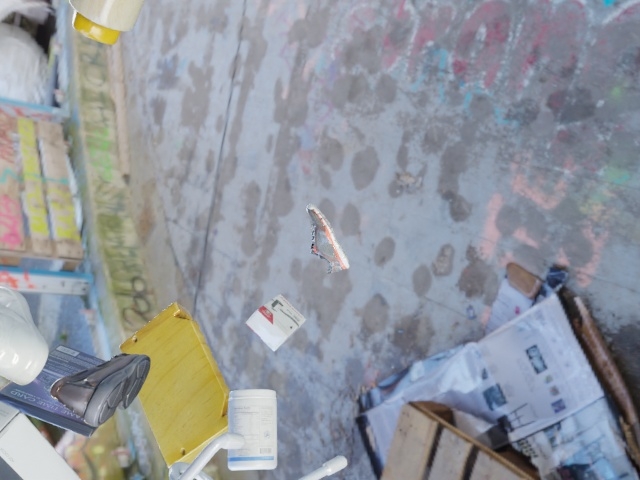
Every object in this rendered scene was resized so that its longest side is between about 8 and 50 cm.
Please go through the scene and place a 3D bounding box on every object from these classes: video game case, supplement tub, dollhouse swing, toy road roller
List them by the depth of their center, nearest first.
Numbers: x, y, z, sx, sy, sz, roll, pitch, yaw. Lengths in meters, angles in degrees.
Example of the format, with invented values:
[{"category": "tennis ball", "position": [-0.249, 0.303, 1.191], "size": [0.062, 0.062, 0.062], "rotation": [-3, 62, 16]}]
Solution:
[{"category": "supplement tub", "position": [-0.096, 0.268, 0.962], "size": [0.071, 0.071, 0.107], "rotation": [-25, 60, 49]}, {"category": "toy road roller", "position": [-0.431, -0.520, 1.193], "size": [0.202, 0.240, 0.330], "rotation": [-57, 36, 27]}, {"category": "video game case", "position": [-0.512, 0.302, 1.409], "size": [0.274, 0.196, 0.026], "rotation": [-72, 2, -78]}, {"category": "dollhouse swing", "position": [-0.322, 0.390, 1.836], "size": [0.315, 0.305, 0.347], "rotation": [-38, 67, 19]}]

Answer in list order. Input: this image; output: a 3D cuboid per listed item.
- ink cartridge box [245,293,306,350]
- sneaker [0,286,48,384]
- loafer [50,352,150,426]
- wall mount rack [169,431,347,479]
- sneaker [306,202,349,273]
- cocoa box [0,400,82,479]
[{"category": "ink cartridge box", "position": [-0.107, 0.197, 1.665], "size": [0.099, 0.135, 0.056], "rotation": [43, 112, 5]}, {"category": "sneaker", "position": [-0.554, 0.112, 1.071], "size": [0.292, 0.169, 0.108], "rotation": [22, 77, 46]}, {"category": "loafer", "position": [-0.379, 0.246, 1.204], "size": [0.302, 0.095, 0.109], "rotation": [114, 178, -88]}, {"category": "wall mount rack", "position": [-0.006, 0.346, 0.773], "size": [0.130, 0.304, 0.350], "rotation": [-49, 54, -1]}, {"category": "sneaker", "position": [0.000, 0.000, 1.414], "size": [0.064, 0.061, 0.158], "rotation": [-28, 92, 7]}, {"category": "cocoa box", "position": [-0.510, 0.425, 1.043], "size": [0.231, 0.228, 0.347], "rotation": [8, 135, 35]}]
